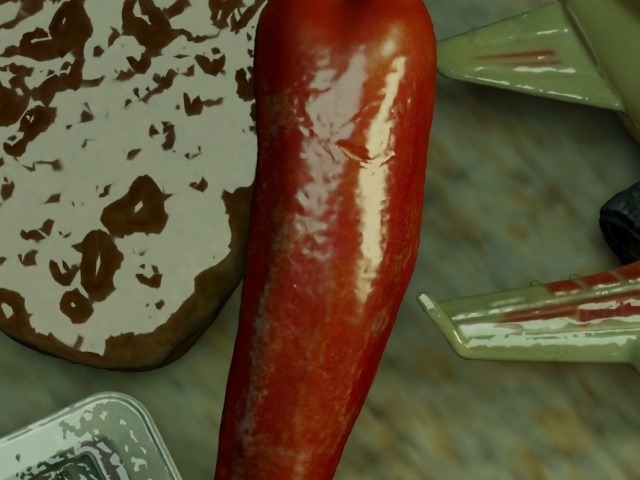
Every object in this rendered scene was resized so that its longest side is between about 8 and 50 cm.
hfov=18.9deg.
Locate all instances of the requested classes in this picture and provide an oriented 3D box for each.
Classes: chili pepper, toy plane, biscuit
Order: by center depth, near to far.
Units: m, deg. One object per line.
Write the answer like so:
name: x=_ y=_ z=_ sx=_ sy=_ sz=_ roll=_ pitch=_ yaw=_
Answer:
chili pepper: x=0.000 y=0.000 z=0.619 sx=0.063 sy=0.071 sz=0.272 roll=9 pitch=95 yaw=8
toy plane: x=0.160 y=-0.010 z=0.636 sx=0.242 sy=0.104 sz=0.256 roll=-38 pitch=79 yaw=-11
biscuit: x=-0.145 y=-0.030 z=0.668 sx=0.277 sy=0.052 sz=0.262 roll=10 pitch=81 yaw=1

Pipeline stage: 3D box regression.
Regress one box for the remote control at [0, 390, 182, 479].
remote control: x=-0.149 y=0.139 z=0.587 sx=0.250 sy=0.034 sz=0.103 roll=-23 pitch=77 yaw=-15
